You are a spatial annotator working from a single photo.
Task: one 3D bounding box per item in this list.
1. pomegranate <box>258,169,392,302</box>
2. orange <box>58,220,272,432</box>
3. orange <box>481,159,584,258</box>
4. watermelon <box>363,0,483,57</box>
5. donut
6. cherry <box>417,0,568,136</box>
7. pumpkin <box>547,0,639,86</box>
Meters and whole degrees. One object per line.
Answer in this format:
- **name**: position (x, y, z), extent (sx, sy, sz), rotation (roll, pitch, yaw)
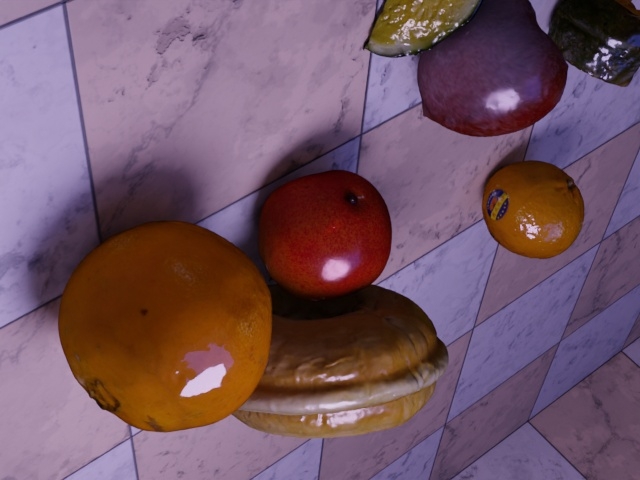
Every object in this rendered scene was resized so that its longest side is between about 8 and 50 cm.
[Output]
- **pomegranate**: position (0.000, 0.000, 1.757), extent (0.221, 0.221, 0.257), rotation (-22, 173, -36)
- **orange**: position (-0.215, 0.122, 1.529), extent (0.312, 0.312, 0.312), rotation (-33, 150, -22)
- **orange**: position (0.443, -0.067, 2.236), extent (0.219, 0.219, 0.193), rotation (4, 121, -55)
- **watermelon**: position (0.178, -0.393, 1.610), extent (0.129, 0.123, 0.301), rotation (20, 117, -25)
- **donut**: position (-0.007, 0.190, 1.803), extent (0.449, 0.449, 0.198), rotation (-16, 108, -43)
- **cherry**: position (0.261, -0.275, 1.712), extent (0.239, 0.239, 0.206), rotation (-46, 174, 2)
- **pumpkin**: position (0.552, -0.386, 1.985), extent (0.280, 0.190, 0.139), rotation (-12, 137, -47)
